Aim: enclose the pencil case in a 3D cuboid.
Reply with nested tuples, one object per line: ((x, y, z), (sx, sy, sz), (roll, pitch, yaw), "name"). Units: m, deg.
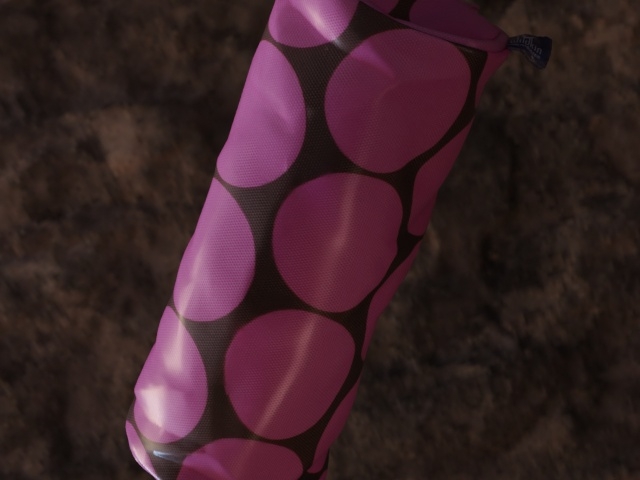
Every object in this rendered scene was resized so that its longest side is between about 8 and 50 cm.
((0.000, 0.000, 0.552), (0.095, 0.209, 0.098), (27, -162, 8), "pencil case")
